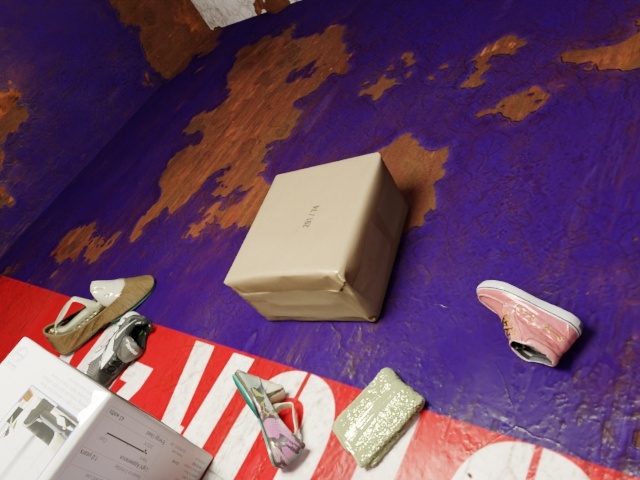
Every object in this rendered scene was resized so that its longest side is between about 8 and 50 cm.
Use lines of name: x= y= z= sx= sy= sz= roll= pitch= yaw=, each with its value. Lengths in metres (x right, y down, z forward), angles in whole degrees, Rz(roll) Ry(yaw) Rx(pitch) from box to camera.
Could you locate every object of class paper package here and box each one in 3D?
paper package: x=0.000 y=0.000 z=1.117 sx=0.309 sy=0.168 sz=0.325 roll=-6 pitch=48 yaw=35

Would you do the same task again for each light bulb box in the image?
light bulb box: x=-0.418 y=0.415 z=0.825 sx=0.225 sy=0.358 sz=0.361 roll=19 pitch=62 yaw=29

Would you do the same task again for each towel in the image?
towel: x=0.092 y=0.287 z=0.853 sx=0.148 sy=0.027 sz=0.110 roll=-44 pitch=38 yaw=-9

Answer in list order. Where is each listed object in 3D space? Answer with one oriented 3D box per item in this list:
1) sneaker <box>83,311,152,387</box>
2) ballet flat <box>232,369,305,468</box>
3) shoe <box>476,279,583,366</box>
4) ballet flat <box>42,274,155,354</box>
sneaker: x=-0.500 y=0.280 z=1.300 sx=0.106 sy=0.078 sz=0.234 roll=-4 pitch=46 yaw=40
ballet flat: x=-0.089 y=0.310 z=0.950 sx=0.079 sy=0.077 sz=0.221 roll=-25 pitch=39 yaw=-15
shoe: x=0.306 y=0.127 z=0.817 sx=0.081 sy=0.064 sz=0.178 roll=-45 pitch=41 yaw=-18
ballet flat: x=-0.636 y=0.187 z=1.469 sx=0.342 sy=0.124 sz=0.116 roll=-35 pitch=37 yaw=3
